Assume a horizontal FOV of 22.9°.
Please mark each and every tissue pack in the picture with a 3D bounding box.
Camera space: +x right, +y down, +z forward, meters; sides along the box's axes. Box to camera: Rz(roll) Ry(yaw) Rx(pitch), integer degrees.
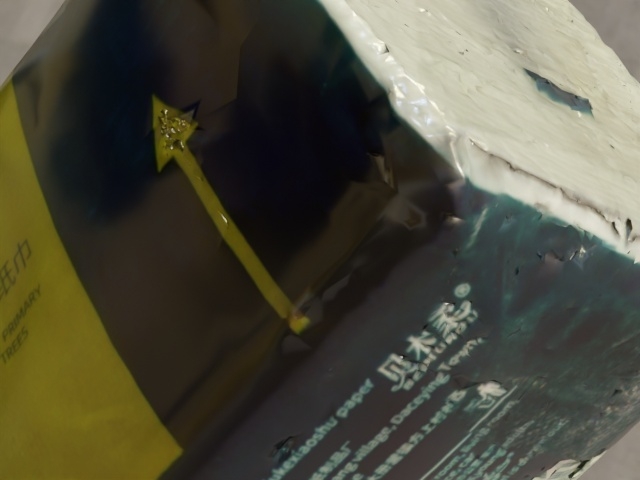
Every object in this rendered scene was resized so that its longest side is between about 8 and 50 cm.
[{"bbox_3d":[-0.046,0.059,0.722,0.416,0.264,0.253,-50,49,23],"label":"tissue pack"}]
